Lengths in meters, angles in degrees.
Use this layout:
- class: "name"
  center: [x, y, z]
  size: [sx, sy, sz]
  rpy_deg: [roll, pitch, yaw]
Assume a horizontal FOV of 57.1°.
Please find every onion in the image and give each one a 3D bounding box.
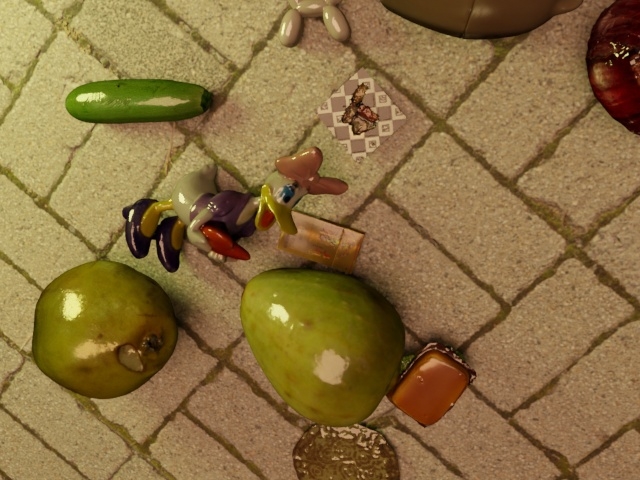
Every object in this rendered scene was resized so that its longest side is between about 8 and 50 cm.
- class: "onion"
  center: [0.522, -0.268, 0.853]
  size: [0.252, 0.219, 0.251]
  rpy_deg: [1, 107, 2]

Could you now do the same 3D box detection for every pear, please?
- class: "pear"
  center: [-0.426, 0.172, 1.159]
  size: [0.322, 0.269, 0.268]
  rpy_deg: [-3, 106, 31]

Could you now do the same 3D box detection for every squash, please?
- class: "squash"
  center: [-0.349, -0.261, 1.103]
  size: [0.293, 0.082, 0.082]
  rpy_deg: [1, 106, 11]

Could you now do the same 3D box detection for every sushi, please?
- class: "sushi"
  center: [0.073, -0.224, 1.058]
  size: [0.120, 0.026, 0.126]
  rpy_deg: [-40, 99, 16]

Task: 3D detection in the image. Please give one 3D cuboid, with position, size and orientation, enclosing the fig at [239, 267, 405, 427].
- class: "fig"
  center: [-0.005, 0.171, 1.070]
  size: [0.326, 0.258, 0.258]
  rpy_deg: [36, 110, 14]

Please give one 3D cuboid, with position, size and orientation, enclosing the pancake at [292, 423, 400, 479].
- class: "pancake"
  center: [0.056, 0.479, 1.259]
  size: [0.235, 0.029, 0.211]
  rpy_deg: [21, 108, 5]

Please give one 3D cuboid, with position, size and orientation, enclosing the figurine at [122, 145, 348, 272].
- class: "figurine"
  center: [-0.167, -0.059, 1.089]
  size: [0.421, 0.154, 0.193]
  rpy_deg: [-5, 66, 24]

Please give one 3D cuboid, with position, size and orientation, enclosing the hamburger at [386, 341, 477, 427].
- class: "hamburger"
  center: [0.209, 0.267, 1.137]
  size: [0.137, 0.087, 0.166]
  rpy_deg: [39, 108, 0]

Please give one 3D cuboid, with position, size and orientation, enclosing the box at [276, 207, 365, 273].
- class: "box"
  center: [0.000, 0.000, 1.137]
  size: [0.157, 0.022, 0.088]
  rpy_deg: [21, 109, 5]

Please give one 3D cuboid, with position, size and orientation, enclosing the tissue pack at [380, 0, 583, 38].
- class: "tissue pack"
  center: [0.255, -0.480, 0.819]
  size: [0.277, 0.267, 0.386]
  rpy_deg: [17, 107, 4]

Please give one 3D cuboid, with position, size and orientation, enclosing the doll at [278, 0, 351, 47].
- class: "doll"
  center: [-0.027, -0.416, 1.005]
  size: [0.161, 0.059, 0.159]
  rpy_deg: [0, 106, 12]
